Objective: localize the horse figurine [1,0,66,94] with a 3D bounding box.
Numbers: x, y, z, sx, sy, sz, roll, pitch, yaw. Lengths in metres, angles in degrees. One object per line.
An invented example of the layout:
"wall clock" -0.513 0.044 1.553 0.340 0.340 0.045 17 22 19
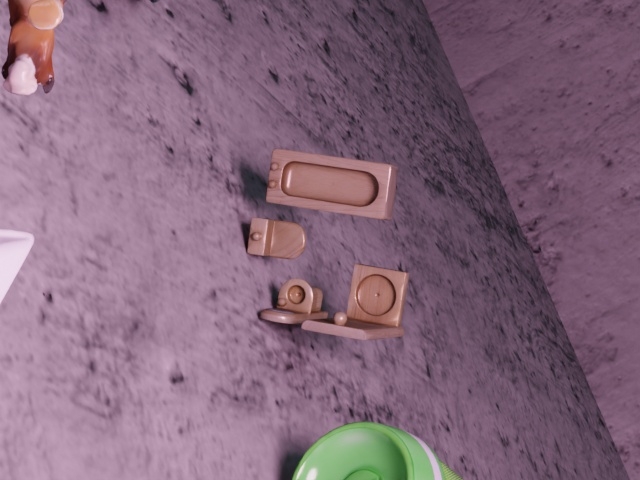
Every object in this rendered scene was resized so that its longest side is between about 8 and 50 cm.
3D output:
"horse figurine" -0.149 -0.181 0.631 0.174 0.066 0.263 -110 -179 -78

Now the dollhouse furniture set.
"dollhouse furniture set" 0.000 0.000 1.365 0.123 0.144 0.151 3 96 -72

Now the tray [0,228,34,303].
"tray" -0.220 0.048 0.626 0.030 0.145 0.270 32 8 16

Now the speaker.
"speaker" 0.092 0.250 1.254 0.296 0.131 0.131 44 23 -48

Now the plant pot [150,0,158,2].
"plant pot" -0.153 -0.400 1.395 0.255 0.272 0.271 42 20 -14
